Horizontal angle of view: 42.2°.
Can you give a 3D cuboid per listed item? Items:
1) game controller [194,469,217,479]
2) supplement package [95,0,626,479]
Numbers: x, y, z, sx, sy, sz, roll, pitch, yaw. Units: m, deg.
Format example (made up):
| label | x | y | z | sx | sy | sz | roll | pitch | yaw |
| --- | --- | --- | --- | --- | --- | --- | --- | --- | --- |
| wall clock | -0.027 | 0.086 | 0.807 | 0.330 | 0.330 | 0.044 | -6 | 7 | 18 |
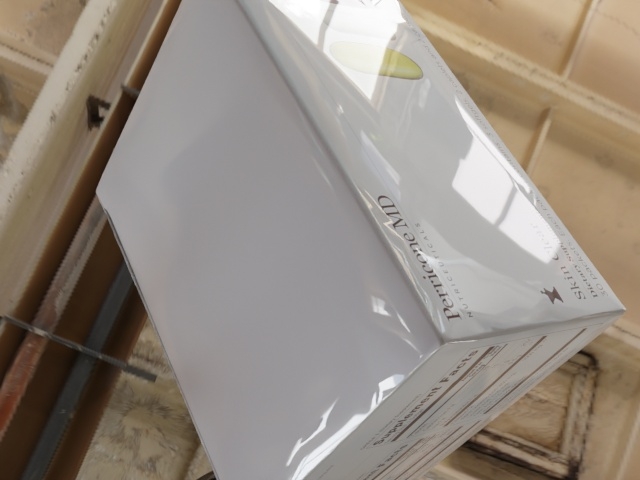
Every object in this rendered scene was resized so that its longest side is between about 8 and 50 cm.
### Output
| label | x | y | z | sx | sy | sz | roll | pitch | yaw |
| --- | --- | --- | --- | --- | --- | --- | --- | --- | --- |
| game controller | -0.219 | 0.339 | 0.867 | 0.319 | 0.166 | 0.067 | -30 | -82 | -20 |
| supplement package | 0.000 | 0.000 | 0.494 | 0.145 | 0.204 | 0.261 | -5 | -126 | -40 |
